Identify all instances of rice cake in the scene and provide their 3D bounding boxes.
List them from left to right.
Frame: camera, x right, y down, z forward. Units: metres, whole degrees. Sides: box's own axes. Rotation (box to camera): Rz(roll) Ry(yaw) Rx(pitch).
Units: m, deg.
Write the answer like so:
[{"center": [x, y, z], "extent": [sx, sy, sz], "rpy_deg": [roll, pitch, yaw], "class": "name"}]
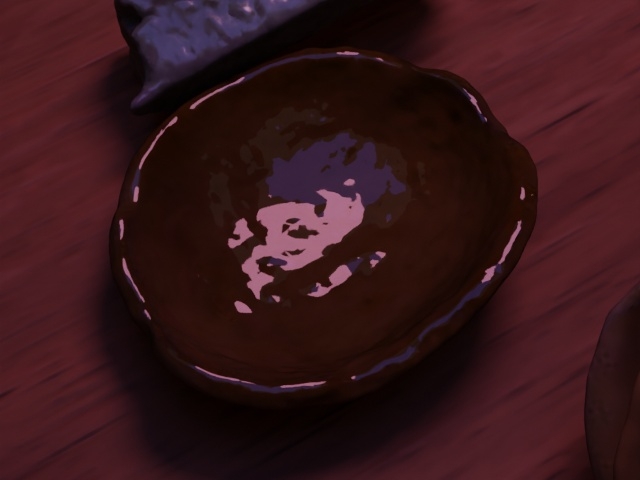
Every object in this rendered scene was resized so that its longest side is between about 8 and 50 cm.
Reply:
[{"center": [-0.015, -0.133, 0.880], "extent": [0.206, 0.069, 0.063], "rpy_deg": [-28, 85, -4], "class": "rice cake"}]

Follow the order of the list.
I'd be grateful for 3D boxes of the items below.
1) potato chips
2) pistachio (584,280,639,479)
[{"center": [0.000, -0.001, 0.828], "extent": [0.195, 0.062, 0.208], "rpy_deg": [15, 60, 10], "class": "potato chips"}, {"center": [0.274, 0.066, 0.723], "extent": [0.321, 0.229, 0.238], "rpy_deg": [-8, 94, 0], "class": "pistachio"}]
